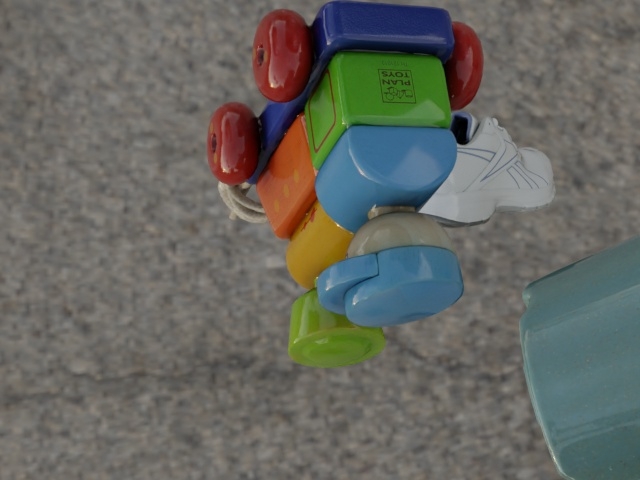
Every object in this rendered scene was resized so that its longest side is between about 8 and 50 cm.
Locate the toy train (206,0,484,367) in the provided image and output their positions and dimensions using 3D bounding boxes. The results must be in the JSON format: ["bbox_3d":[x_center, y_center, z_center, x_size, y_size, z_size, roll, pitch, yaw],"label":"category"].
[{"bbox_3d":[0.000,0.000,0.730,0.248,0.105,0.143,127,140,-60],"label":"toy train"}]

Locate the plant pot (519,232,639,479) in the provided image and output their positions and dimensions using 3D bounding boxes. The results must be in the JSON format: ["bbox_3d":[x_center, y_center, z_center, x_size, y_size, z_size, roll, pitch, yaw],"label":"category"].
[{"bbox_3d":[0.375,0.103,1.293,0.334,0.341,0.341,-20,81,22],"label":"plant pot"}]

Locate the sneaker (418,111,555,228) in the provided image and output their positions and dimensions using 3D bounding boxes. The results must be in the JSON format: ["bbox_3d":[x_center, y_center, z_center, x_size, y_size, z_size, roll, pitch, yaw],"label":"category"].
[{"bbox_3d":[0.198,-0.092,1.741,0.111,0.297,0.129,2,99,32],"label":"sneaker"}]
